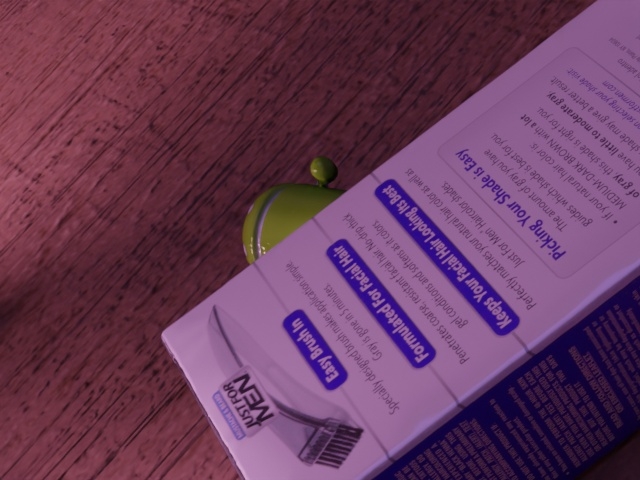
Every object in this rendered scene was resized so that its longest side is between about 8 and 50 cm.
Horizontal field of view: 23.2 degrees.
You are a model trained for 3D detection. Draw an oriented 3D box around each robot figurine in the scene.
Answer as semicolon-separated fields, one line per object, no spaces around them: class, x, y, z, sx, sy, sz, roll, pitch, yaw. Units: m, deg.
robot figurine;0.000;0.000;0.966;0.115;0.067;0.101;11;89;41

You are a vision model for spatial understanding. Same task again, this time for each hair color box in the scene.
hair color box;0.100;0.027;0.837;0.339;0.110;0.185;-36;40;-1
